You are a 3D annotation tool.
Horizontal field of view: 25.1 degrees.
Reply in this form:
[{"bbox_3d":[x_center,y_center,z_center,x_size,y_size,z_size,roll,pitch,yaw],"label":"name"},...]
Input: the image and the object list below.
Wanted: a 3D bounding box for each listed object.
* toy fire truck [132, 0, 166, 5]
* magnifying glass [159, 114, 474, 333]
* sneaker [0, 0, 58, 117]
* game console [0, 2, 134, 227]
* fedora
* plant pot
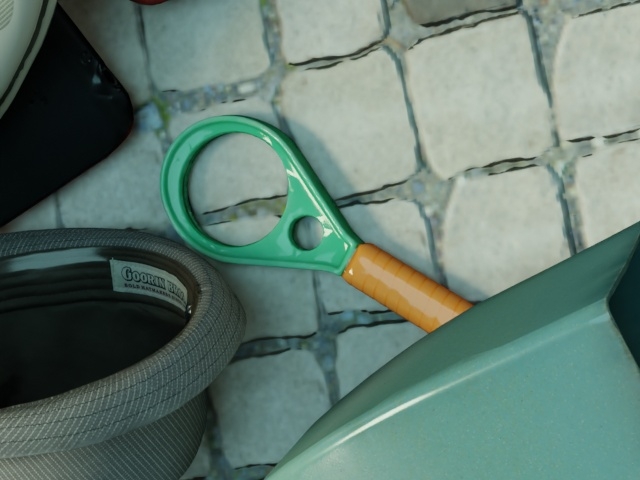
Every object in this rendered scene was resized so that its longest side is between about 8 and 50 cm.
[{"bbox_3d":[-0.028,-0.293,0.830,0.302,0.169,0.254,-18,119,16],"label":"toy fire truck"},{"bbox_3d":[0.000,0.000,0.891,0.231,0.026,0.092,31,100,14],"label":"magnifying glass"},{"bbox_3d":[-0.315,-0.021,0.781,0.447,0.257,0.169,-42,109,17],"label":"sneaker"},{"bbox_3d":[-0.359,-0.131,0.896,0.342,0.060,0.386,-30,112,17],"label":"game console"},{"bbox_3d":[-0.178,0.094,0.862,0.275,0.244,0.124,-11,118,-10],"label":"fedora"},{"bbox_3d":[0.099,0.125,0.784,0.234,0.165,0.166,-26,95,24],"label":"plant pot"}]
